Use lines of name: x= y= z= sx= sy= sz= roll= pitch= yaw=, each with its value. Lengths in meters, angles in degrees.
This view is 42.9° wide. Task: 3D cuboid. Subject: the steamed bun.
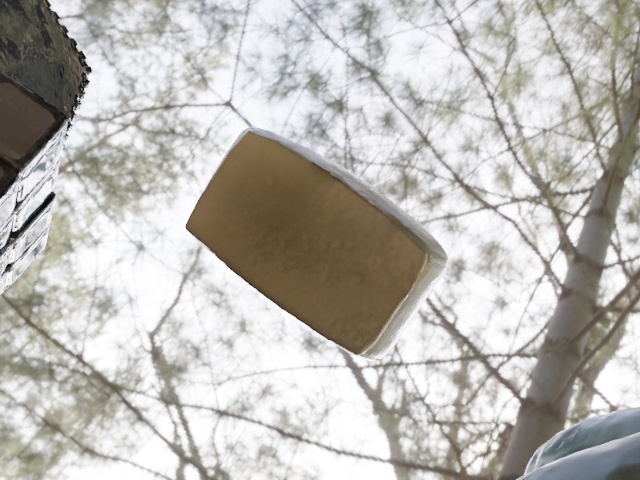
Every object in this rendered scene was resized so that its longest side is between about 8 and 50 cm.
steamed bun: x=0.000 y=0.000 z=0.815 sx=0.242 sy=0.164 sz=0.146 roll=35 pitch=-83 yaw=11

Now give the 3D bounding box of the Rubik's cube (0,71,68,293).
Rubik's cube: x=-0.517 y=-0.036 z=0.864 sx=0.344 sy=0.344 sz=0.337 roll=35 pitch=-30 yaw=-6

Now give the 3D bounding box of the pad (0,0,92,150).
pad: x=-0.392 y=-0.228 z=1.043 sx=0.269 sy=0.012 sz=0.269 roll=56 pitch=-43 yaw=12

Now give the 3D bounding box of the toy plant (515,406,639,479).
toy plant: x=0.177 y=0.130 z=0.354 sx=0.247 sy=0.247 sz=0.332 roll=33 pitch=-72 yaw=7
